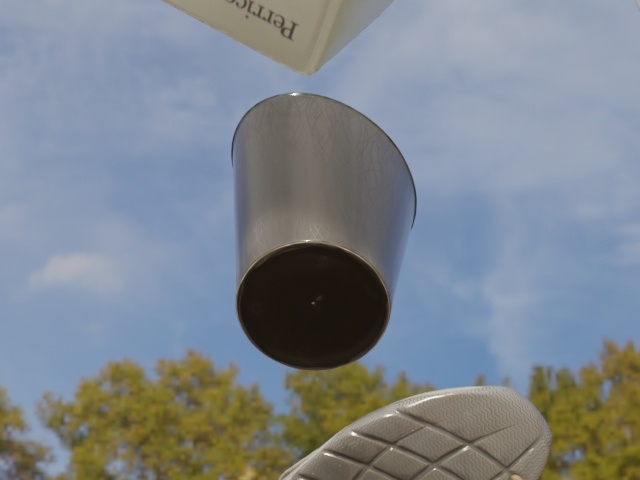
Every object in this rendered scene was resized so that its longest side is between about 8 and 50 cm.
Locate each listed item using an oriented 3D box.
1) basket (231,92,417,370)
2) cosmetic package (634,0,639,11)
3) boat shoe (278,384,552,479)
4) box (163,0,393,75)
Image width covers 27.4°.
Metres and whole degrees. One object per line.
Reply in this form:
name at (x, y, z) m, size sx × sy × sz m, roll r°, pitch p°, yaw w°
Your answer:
basket at (0.000, 0.000, 1.163) m, size 0.154 × 0.227 × 0.204 m, roll -36°, pitch -67°, yaw 21°
cosmetic package at (0.316, -0.197, 0.827) m, size 0.138 × 0.224 × 0.225 m, roll -4°, pitch -30°, yaw -25°
boat shoe at (0.022, 0.200, 0.984) m, size 0.324 × 0.123 × 0.116 m, roll -30°, pitch 0°, yaw 10°
box at (-0.008, -0.209, 0.511) m, size 0.148 × 0.127 × 0.232 m, roll 29°, pitch -50°, yaw 9°
